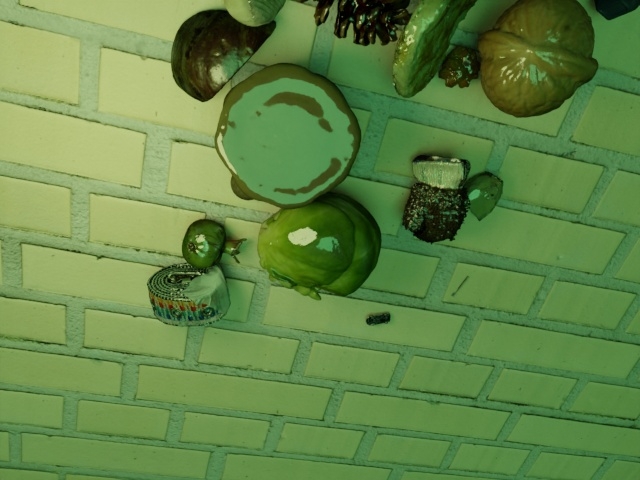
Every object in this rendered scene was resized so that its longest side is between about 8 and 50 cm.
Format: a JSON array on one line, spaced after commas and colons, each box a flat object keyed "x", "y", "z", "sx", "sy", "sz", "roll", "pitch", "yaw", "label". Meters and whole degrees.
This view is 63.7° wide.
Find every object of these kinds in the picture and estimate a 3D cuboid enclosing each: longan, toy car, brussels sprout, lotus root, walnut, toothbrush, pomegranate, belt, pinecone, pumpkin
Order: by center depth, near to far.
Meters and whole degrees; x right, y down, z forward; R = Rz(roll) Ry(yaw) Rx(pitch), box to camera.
[{"x": 0.084, "y": -0.597, "z": 1.227, "sx": 0.309, "sy": 0.244, "sz": 0.244, "roll": 45, "pitch": 108, "yaw": -3, "label": "pinecone"}, {"x": 0.547, "y": -0.468, "z": 1.311, "sx": 0.332, "sy": 0.333, "sz": 0.333, "roll": -2, "pitch": 120, "yaw": -4, "label": "walnut"}, {"x": -0.272, "y": -0.497, "z": 1.315, "sx": 0.312, "sy": 0.148, "sz": 0.169, "roll": -41, "pitch": 119, "yaw": 12, "label": "pumpkin"}, {"x": -0.209, "y": -0.163, "z": 1.531, "sx": 0.119, "sy": 0.106, "sz": 0.106, "roll": 33, "pitch": 112, "yaw": -28, "label": "longan"}, {"x": 0.000, "y": 0.000, "z": 1.557, "sx": 0.371, "sy": 0.276, "sz": 0.315, "roll": 9, "pitch": 131, "yaw": -3, "label": "brussels sprout"}, {"x": -0.332, "y": 0.018, "z": 1.609, "sx": 0.191, "sy": 0.131, "sz": 0.152, "roll": 16, "pitch": 114, "yaw": -23, "label": "pomegranate"}, {"x": 0.514, "y": -0.145, "z": 1.631, "sx": 0.143, "sy": 0.070, "sz": 0.144, "roll": 33, "pitch": 111, "yaw": -22, "label": "lotus root"}, {"x": -0.414, "y": 0.169, "z": 1.640, "sx": 0.257, "sy": 0.207, "sz": 0.150, "roll": 0, "pitch": 122, "yaw": 3, "label": "belt"}, {"x": 0.499, "y": 0.164, "z": 1.840, "sx": 0.008, "sy": 0.006, "sz": 0.097, "roll": 26, "pitch": 114, "yaw": -14, "label": "toothbrush"}, {"x": 0.209, "y": 0.284, "z": 1.869, "sx": 0.093, "sy": 0.025, "sz": 0.041, "roll": -7, "pitch": 118, "yaw": -5, "label": "toy car"}]

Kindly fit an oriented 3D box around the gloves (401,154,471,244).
[{"x": 0.354, "y": -0.116, "z": 1.589, "sx": 0.210, "sy": 0.135, "sz": 0.312, "roll": -2, "pitch": 119, "yaw": 12, "label": "gloves"}]

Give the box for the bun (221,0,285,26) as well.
[{"x": -0.161, "y": -0.638, "z": 1.207, "sx": 0.141, "sy": 0.239, "sz": 0.239, "roll": 19, "pitch": 119, "yaw": 13, "label": "bun"}]

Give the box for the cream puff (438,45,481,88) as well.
[{"x": 0.387, "y": -0.475, "z": 1.419, "sx": 0.122, "sy": 0.094, "sz": 0.116, "roll": -1, "pitch": 117, "yaw": -1, "label": "cream puff"}]

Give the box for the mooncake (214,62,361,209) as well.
[{"x": -0.092, "y": -0.277, "z": 1.385, "sx": 0.378, "sy": 0.201, "sz": 0.379, "roll": -1, "pitch": 104, "yaw": -6, "label": "mooncake"}]

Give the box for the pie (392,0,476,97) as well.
[{"x": 0.287, "y": -0.529, "z": 1.283, "sx": 0.078, "sy": 0.296, "sz": 0.371, "roll": 36, "pitch": 114, "yaw": 12, "label": "pie"}]

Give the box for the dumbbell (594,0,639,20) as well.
[{"x": 0.684, "y": -0.703, "z": 1.292, "sx": 0.316, "sy": 0.144, "sz": 0.156, "roll": 26, "pitch": 114, "yaw": -19, "label": "dumbbell"}]
